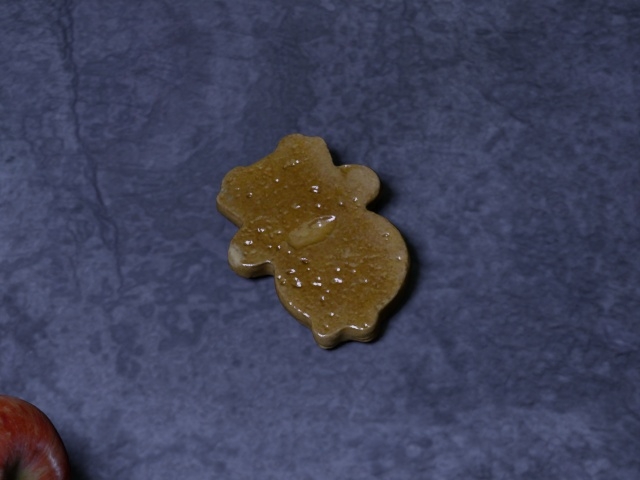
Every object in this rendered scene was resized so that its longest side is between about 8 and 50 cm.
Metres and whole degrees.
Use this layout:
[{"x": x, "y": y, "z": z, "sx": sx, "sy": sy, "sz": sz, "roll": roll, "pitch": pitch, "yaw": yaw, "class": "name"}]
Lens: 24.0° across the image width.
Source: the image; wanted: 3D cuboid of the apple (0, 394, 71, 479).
[{"x": -0.284, "y": 0.199, "z": 1.237, "sx": 0.131, "sy": 0.146, "sz": 0.146, "roll": 3, "pitch": 52, "yaw": 44, "class": "apple"}]

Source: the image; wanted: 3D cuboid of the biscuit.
[{"x": 0.000, "y": 0.000, "z": 1.396, "sx": 0.166, "sy": 0.036, "sz": 0.225, "roll": -33, "pitch": 61, "yaw": -13, "class": "biscuit"}]
